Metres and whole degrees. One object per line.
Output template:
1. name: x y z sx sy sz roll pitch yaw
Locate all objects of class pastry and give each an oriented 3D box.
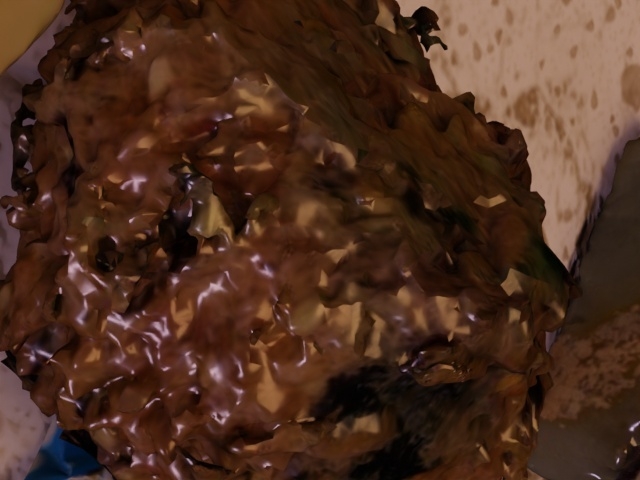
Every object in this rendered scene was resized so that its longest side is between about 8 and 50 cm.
1. pastry: 0.000 0.000 0.459 0.275 0.193 0.275 21 60 -44

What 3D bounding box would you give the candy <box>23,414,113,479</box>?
1. candy: -0.077 0.080 0.519 0.088 0.038 0.136 38 58 -28

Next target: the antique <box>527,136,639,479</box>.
1. antique: 0.244 0.058 0.801 0.125 0.150 0.284 43 71 -41

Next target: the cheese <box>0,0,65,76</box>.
1. cheese: -0.260 -0.045 0.256 0.384 0.104 0.384 -6 98 -47
